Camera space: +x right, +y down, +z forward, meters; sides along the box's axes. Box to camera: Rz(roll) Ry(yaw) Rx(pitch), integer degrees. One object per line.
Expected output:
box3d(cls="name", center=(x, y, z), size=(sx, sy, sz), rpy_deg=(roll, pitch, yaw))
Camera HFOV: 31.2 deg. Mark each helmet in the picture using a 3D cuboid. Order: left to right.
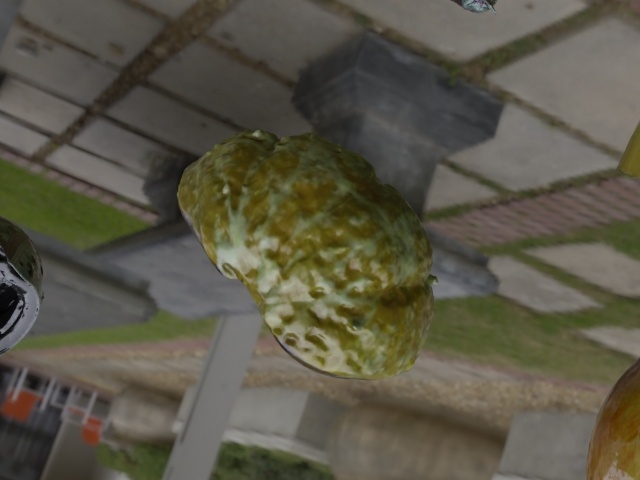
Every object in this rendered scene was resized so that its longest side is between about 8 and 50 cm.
box3d(cls="helmet", center=(-0.372, 0.027, 1.224), size=(0.176, 0.107, 0.153), rpy_deg=(26, 126, -3))

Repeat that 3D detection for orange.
box3d(cls="orange", center=(0.000, 0.000, 1.375), size=(0.369, 0.210, 0.271), rpy_deg=(47, -155, 10))

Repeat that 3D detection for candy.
box3d(cls="candy", center=(0.178, -0.297, 1.365), size=(0.045, 0.043, 0.175), rpy_deg=(18, -163, -19))

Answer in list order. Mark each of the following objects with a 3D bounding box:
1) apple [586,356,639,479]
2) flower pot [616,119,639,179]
box3d(cls="apple", center=(0.442, 0.232, 1.161), size=(0.339, 0.340, 0.339), rpy_deg=(18, 165, 5))
box3d(cls="flower pot", center=(0.491, -0.139, 1.432), size=(0.195, 0.179, 0.195), rpy_deg=(16, -172, -2))
